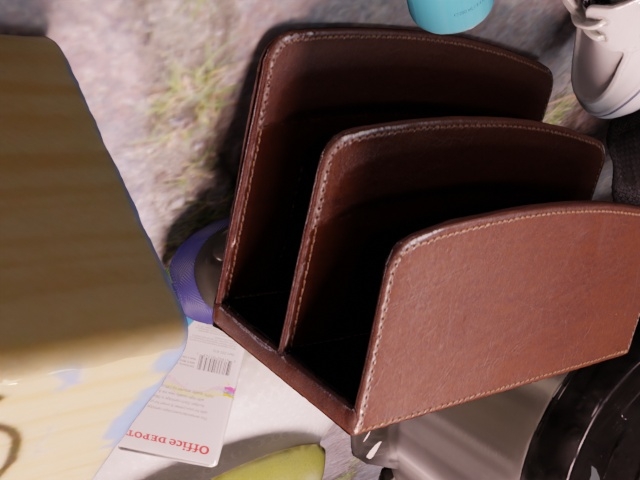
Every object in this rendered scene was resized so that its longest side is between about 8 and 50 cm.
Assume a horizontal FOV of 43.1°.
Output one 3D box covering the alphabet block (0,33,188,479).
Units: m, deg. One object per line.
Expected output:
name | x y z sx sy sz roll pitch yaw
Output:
alphabet block | -0.208 0.030 0.361 0.197 0.193 0.192 -7 145 -41

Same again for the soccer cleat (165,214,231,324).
soccer cleat | -0.001 -0.001 0.689 0.289 0.093 0.121 -17 -177 -36

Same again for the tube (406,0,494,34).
tube | 0.057 -0.194 0.411 0.080 0.052 0.207 -38 150 -6

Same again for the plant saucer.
plant saucer | -0.094 0.281 0.810 0.241 0.037 0.241 -25 156 -12

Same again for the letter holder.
letter holder | 0.105 -0.024 0.562 0.302 0.152 0.214 -5 115 -41

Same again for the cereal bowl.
cereal bowl | -0.103 0.194 0.850 0.339 0.141 0.339 -24 155 -12

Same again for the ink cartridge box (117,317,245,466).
ink cartridge box | -0.114 0.117 0.677 0.089 0.122 0.052 13 -179 -5

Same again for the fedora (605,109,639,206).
fedora | 0.380 -0.067 0.813 0.153 0.333 0.334 -9 169 33

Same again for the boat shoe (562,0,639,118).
boat shoe | 0.207 -0.182 0.556 0.084 0.095 0.258 -18 143 -15

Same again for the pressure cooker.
pressure cooker | 0.257 0.206 0.902 0.375 0.370 0.420 -48 -158 -10
